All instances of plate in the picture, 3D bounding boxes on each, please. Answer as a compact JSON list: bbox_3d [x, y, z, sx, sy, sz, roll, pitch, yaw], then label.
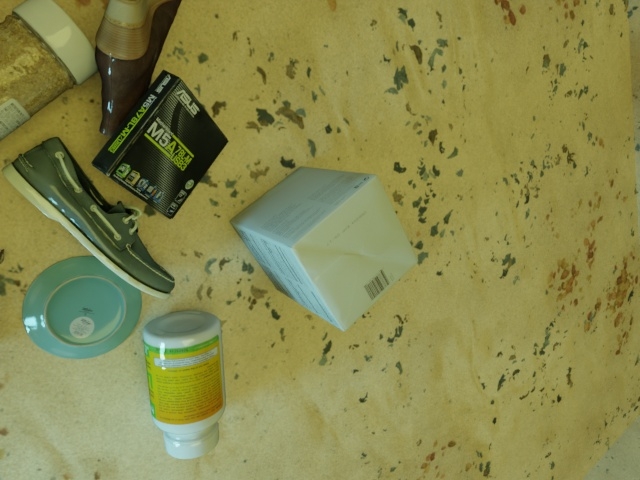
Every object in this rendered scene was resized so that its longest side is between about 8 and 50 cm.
[{"bbox_3d":[-0.405,0.120,0.812,0.188,0.024,0.188,-8,104,-32],"label":"plate"}]

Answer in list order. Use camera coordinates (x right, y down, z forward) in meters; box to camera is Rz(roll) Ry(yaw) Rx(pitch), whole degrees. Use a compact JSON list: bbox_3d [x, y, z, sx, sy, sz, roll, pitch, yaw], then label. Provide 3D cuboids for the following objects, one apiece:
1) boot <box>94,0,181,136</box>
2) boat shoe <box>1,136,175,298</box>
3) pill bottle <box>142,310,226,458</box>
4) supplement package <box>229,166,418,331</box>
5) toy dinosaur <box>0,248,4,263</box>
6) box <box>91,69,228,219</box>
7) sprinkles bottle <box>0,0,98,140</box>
[{"bbox_3d":[-0.291,-0.301,0.742,0.090,0.248,0.206,18,127,-11],"label":"boot"},{"bbox_3d":[-0.343,-0.028,0.765,0.099,0.116,0.319,-47,115,-11],"label":"boat shoe"},{"bbox_3d":[-0.248,0.268,0.874,0.137,0.136,0.245,-9,105,-30],"label":"pill bottle"},{"bbox_3d":[0.000,0.000,0.895,0.199,0.263,0.198,-40,119,-18],"label":"supplement package"},{"bbox_3d":[-0.572,0.100,0.646,0.201,0.127,0.295,11,99,-33],"label":"toy dinosaur"},{"bbox_3d":[-0.253,-0.148,0.778,0.184,0.045,0.190,-54,159,-9],"label":"box"},{"bbox_3d":[-0.480,-0.185,0.641,0.355,0.121,0.121,-46,120,-15],"label":"sprinkles bottle"}]
